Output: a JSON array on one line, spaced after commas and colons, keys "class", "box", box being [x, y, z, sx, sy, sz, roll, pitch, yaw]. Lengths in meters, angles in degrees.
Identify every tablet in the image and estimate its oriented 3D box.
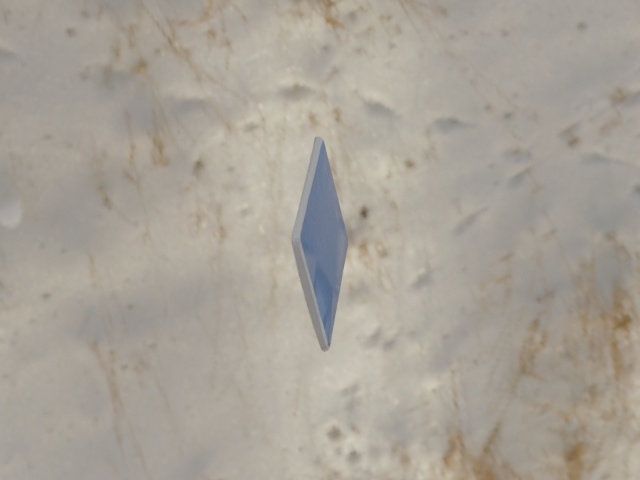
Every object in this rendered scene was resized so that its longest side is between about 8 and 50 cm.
[{"class": "tablet", "box": [0.000, 0.000, 0.559, 0.006, 0.083, 0.054, -8, 120, 12]}]
